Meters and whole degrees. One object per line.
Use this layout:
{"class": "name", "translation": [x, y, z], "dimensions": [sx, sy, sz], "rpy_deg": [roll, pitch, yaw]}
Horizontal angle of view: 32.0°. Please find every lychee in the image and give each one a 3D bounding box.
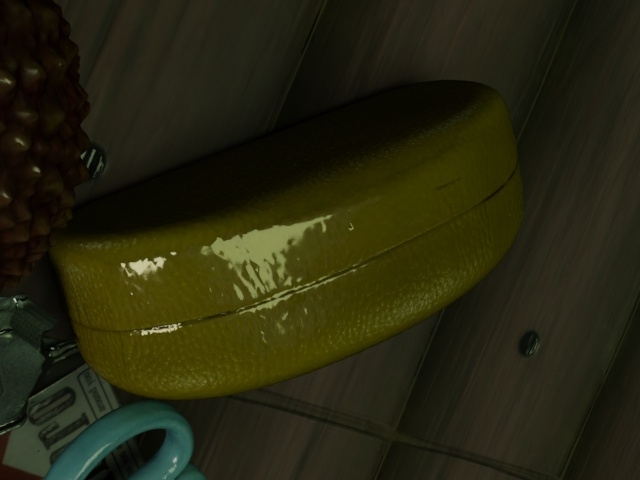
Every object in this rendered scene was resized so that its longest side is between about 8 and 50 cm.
{"class": "lychee", "translation": [-0.235, -0.062, 0.604], "dimensions": [0.271, 0.271, 0.271], "rpy_deg": [-10, 109, -32]}

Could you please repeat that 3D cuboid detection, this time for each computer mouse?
{"class": "computer mouse", "translation": [-0.269, 0.087, 0.699], "dimensions": [0.231, 0.071, 0.126], "rpy_deg": [-21, 147, -21]}

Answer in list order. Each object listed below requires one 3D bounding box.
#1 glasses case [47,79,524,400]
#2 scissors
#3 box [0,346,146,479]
{"class": "glasses case", "translation": [0.000, 0.000, 0.811], "dimensions": [0.371, 0.173, 0.141], "rpy_deg": [-24, 113, -27]}
{"class": "scissors", "translation": [-0.248, 0.276, 0.710], "dimensions": [0.447, 0.029, 0.192], "rpy_deg": [-38, 145, -26]}
{"class": "box", "translation": [-0.185, 0.179, 0.822], "dimensions": [0.115, 0.036, 0.177], "rpy_deg": [-30, 119, -24]}
